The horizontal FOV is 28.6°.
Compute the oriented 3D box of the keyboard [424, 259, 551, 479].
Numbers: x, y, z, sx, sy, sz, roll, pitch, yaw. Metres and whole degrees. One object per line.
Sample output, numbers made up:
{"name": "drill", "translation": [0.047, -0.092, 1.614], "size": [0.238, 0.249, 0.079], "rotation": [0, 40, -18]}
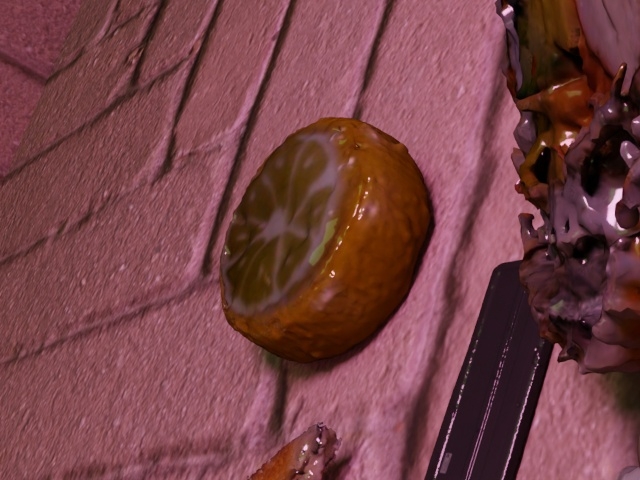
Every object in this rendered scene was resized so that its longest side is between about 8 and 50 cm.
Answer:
{"name": "keyboard", "translation": [0.116, 0.180, 0.989], "size": [0.103, 0.041, 0.381], "rotation": [-12, 46, 55]}

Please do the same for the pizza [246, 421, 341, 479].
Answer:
{"name": "pizza", "translation": [-0.038, 0.248, 1.143], "size": [0.195, 0.052, 0.185], "rotation": [-55, 20, 14]}

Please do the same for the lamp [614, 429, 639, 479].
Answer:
{"name": "lamp", "translation": [0.223, 0.154, 0.798], "size": [0.163, 0.091, 0.091], "rotation": [127, 157, -47]}

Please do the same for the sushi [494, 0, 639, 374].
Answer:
{"name": "sushi", "translation": [0.205, -0.121, 0.828], "size": [0.417, 0.176, 0.417], "rotation": [172, 90, -86]}

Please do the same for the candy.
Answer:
{"name": "candy", "translation": [0.000, 0.000, 1.273], "size": [0.260, 0.118, 0.260], "rotation": [-38, 39, 38]}
